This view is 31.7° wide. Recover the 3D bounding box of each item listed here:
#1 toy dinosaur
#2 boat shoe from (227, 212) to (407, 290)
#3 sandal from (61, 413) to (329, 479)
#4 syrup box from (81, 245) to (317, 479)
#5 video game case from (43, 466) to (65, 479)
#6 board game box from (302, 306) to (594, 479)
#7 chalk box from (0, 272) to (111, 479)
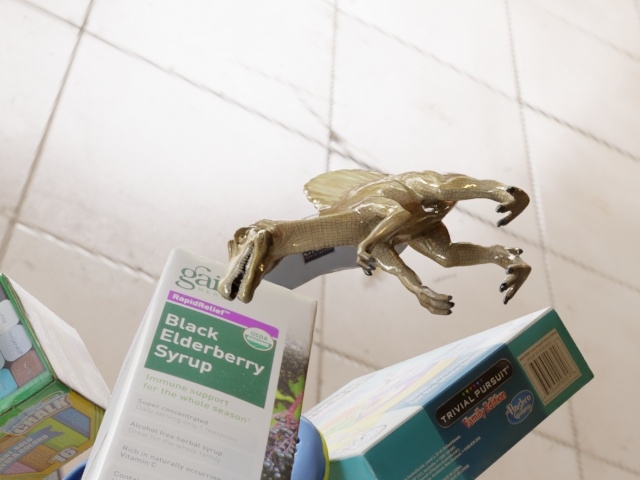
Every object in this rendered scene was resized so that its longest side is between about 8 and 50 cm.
[{"bbox_3d":[0.041,-0.014,0.464,0.092,0.053,0.183,25,29,34],"label":"toy dinosaur"},{"bbox_3d":[0.000,0.000,1.447,0.258,0.095,0.084,-14,14,-29],"label":"boat shoe"},{"bbox_3d":[-0.143,0.215,0.860,0.126,0.317,0.138,58,-7,53],"label":"sandal"},{"bbox_3d":[-0.070,0.114,0.589,0.093,0.096,0.237,22,34,-8],"label":"syrup box"},{"bbox_3d":[-0.431,0.370,1.394,0.244,0.269,0.061,-7,22,-8],"label":"video game case"},{"bbox_3d":[0.051,0.188,1.057,0.254,0.336,0.079,-30,90,-36],"label":"board game box"},{"bbox_3d":[-0.304,0.133,1.067,0.132,0.132,0.213,56,-1,28],"label":"chalk box"}]
